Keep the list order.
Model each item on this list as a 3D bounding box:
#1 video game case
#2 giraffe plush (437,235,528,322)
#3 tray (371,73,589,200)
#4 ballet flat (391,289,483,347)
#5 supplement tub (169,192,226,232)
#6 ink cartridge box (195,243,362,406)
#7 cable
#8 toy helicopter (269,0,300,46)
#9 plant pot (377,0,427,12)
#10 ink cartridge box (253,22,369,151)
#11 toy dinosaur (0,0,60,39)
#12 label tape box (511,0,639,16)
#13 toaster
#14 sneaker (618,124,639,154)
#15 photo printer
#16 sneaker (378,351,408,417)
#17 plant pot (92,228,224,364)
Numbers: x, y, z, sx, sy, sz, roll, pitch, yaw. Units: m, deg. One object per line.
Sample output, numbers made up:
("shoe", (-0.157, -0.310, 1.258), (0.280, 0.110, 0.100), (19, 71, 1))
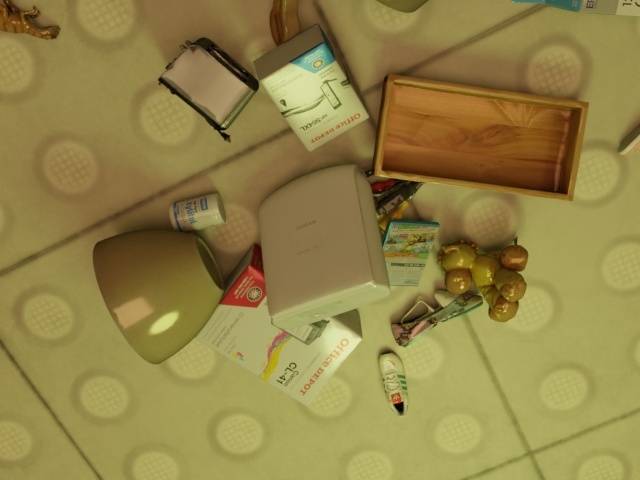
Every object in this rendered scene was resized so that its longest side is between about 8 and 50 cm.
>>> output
("video game case", (0.183, 0.029, 1.674), (0.119, 0.015, 0.166), (3, 123, -20))
("giraffe plush", (0.337, 0.062, 1.638), (0.170, 0.210, 0.181), (10, 135, 1))
("tray", (0.322, -0.207, 1.566), (0.410, 0.076, 0.203), (7, 96, -4))
("ballet flat", (0.258, 0.162, 1.735), (0.221, 0.077, 0.079), (-31, 89, 11))
("supplement tub", (-0.264, -0.058, 1.639), (0.107, 0.071, 0.071), (-15, 110, 5))
("ink cartridge box", (-0.090, 0.190, 1.705), (0.306, 0.131, 0.226), (34, 107, -11))
("cable", (0.192, -0.127, 1.642), (0.287, 0.072, 0.139), (-33, 91, -1))
("toy helicopter", (-0.071, -0.528, 1.412), (0.140, 0.235, 0.355), (-18, 137, -23))
("plant pot", (0.173, -0.573, 1.348), (0.323, 0.323, 0.280), (29, 125, -11))
("ink cartridge box", (-0.014, -0.296, 1.504), (0.148, 0.086, 0.203), (-29, 132, 11))
("toy dinosaur", (-0.623, -0.436, 1.493), (0.211, 0.064, 0.112), (7, 112, -3))
("label tape box", (0.552, -0.551, 1.419), (0.347, 0.115, 0.249), (3, 116, 2))
("toaster", (-0.210, -0.304, 1.493), (0.185, 0.168, 0.110), (39, 105, -13))
("sneaker", (0.694, -0.215, 1.599), (0.070, 0.051, 0.134), (41, 101, -9))
("photo printer", (0.000, 0.000, 1.553), (0.256, 0.308, 0.107), (-20, 150, 23))
("sneaker", (0.177, 0.341, 1.794), (0.057, 0.075, 0.161), (-13, 111, 4))
("plant pot", (-0.312, 0.089, 1.589), (0.190, 0.284, 0.284), (-25, 109, 3))
